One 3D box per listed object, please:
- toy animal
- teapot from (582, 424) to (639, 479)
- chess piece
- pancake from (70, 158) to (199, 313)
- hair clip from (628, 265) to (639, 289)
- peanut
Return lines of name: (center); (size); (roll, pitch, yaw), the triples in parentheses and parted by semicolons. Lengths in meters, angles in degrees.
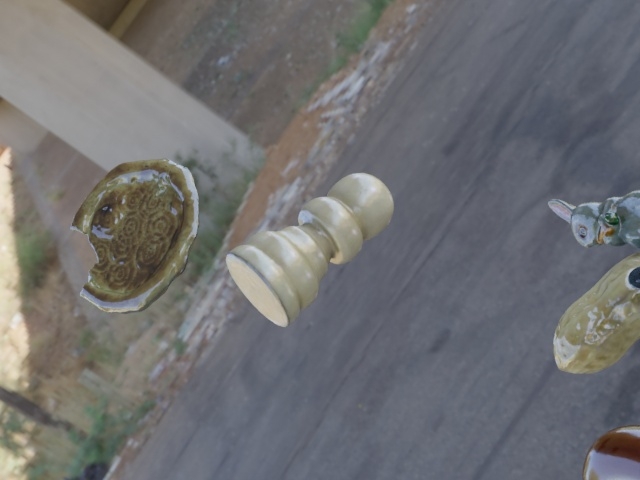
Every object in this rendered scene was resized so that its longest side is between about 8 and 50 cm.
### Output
toy animal: (0.585, -0.039, 1.975); (0.251, 0.127, 0.125); (2, 53, 46)
teapot: (0.438, 0.295, 1.216); (0.135, 0.178, 0.252); (-39, -13, -41)
chess piece: (0.000, 0.000, 1.657); (0.299, 0.167, 0.167); (-38, 6, -20)
pancake: (-0.252, -0.012, 1.306); (0.212, 0.029, 0.235); (-32, 56, 14)
hair clip: (0.676, 0.100, 1.663); (0.083, 0.275, 0.048); (91, -160, -71)
peanut: (0.579, 0.142, 1.882); (0.313, 0.152, 0.152); (-38, 11, -4)
